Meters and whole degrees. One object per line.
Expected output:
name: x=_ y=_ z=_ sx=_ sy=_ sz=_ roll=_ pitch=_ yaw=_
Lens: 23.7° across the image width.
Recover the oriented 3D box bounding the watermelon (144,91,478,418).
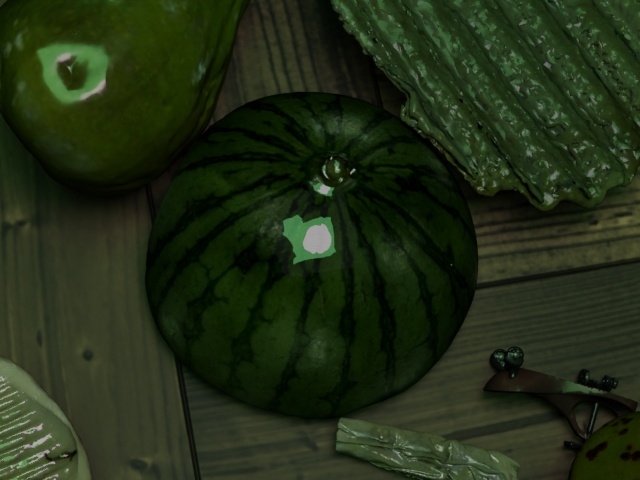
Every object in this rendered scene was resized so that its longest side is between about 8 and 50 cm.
watermelon: x=0.000 y=0.000 z=1.438 sx=0.330 sy=0.189 sz=0.331 roll=0 pitch=74 yaw=-1

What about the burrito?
burrito: x=0.103 y=0.206 z=1.455 sx=0.185 sy=0.041 sz=0.045 roll=13 pitch=70 yaw=-2

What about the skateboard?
skateboard: x=0.232 y=0.158 z=1.476 sx=0.151 sy=0.067 sz=0.080 roll=15 pitch=81 yaw=-5

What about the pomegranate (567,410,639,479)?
pomegranate: x=0.331 y=0.245 z=1.404 sx=0.198 sy=0.246 sz=0.198 roll=4 pitch=98 yaw=32

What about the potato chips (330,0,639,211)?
potato chips: x=0.189 y=-0.229 z=1.544 sx=0.358 sy=0.070 sz=0.429 roll=-28 pitch=75 yaw=-29

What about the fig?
fig: x=-0.163 y=-0.167 z=1.458 sx=0.314 sy=0.233 sz=0.233 roll=-14 pitch=74 yaw=-20

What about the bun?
bun: x=-0.322 y=0.210 z=1.375 sx=0.210 sy=0.116 sz=0.237 roll=-28 pitch=92 yaw=-16
